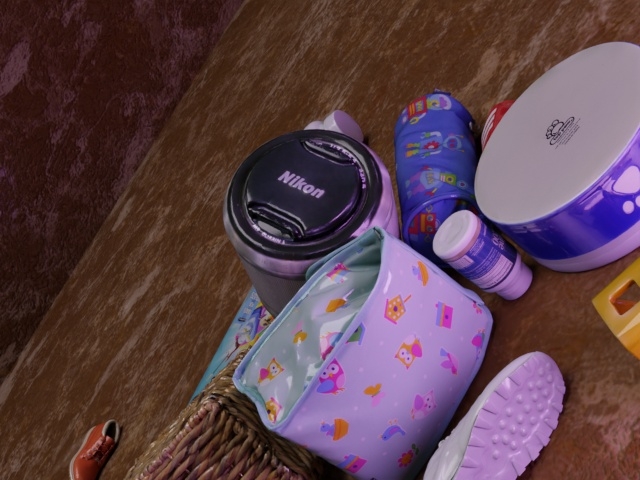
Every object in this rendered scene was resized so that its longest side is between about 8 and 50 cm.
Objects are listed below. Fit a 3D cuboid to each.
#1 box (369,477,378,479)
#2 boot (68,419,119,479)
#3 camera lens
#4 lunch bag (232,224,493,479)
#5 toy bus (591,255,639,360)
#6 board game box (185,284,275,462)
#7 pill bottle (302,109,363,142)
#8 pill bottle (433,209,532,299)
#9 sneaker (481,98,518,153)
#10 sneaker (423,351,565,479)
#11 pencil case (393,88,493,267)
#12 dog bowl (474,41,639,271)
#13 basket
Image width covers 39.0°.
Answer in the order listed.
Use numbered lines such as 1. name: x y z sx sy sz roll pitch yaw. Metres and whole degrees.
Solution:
1. box: 0.068 0.322 1.011 0.052 0.062 0.083 -45 26 18
2. boot: -0.462 0.438 1.855 0.085 0.059 0.158 -31 31 33
3. camera lens: 0.000 0.000 1.231 0.219 0.274 0.219 -5 58 9
4. lunch bag: 0.064 0.134 1.069 0.262 0.223 0.160 -55 31 -2
5. toy bus: 0.349 0.032 0.824 0.191 0.104 0.202 -16 45 55
6. board game box: -0.082 0.191 1.447 0.254 0.079 0.336 -5 53 60
7. pill bottle: -0.011 -0.163 1.749 0.193 0.108 0.108 -39 28 31
8. pill bottle: 0.200 0.021 1.095 0.067 0.120 0.067 -42 27 27
9. sneaker: 0.297 -0.192 1.246 0.221 0.087 0.128 -43 27 21
10. sneaker: 0.167 0.215 0.952 0.235 0.090 0.095 -56 14 -6
11. pencil case: 0.176 -0.095 1.302 0.133 0.119 0.306 -13 36 12
12. dog bowl: 0.313 -0.100 1.068 0.265 0.104 0.265 -41 27 26
13. basket: -0.130 0.329 1.222 0.299 0.213 0.223 -48 2 16
